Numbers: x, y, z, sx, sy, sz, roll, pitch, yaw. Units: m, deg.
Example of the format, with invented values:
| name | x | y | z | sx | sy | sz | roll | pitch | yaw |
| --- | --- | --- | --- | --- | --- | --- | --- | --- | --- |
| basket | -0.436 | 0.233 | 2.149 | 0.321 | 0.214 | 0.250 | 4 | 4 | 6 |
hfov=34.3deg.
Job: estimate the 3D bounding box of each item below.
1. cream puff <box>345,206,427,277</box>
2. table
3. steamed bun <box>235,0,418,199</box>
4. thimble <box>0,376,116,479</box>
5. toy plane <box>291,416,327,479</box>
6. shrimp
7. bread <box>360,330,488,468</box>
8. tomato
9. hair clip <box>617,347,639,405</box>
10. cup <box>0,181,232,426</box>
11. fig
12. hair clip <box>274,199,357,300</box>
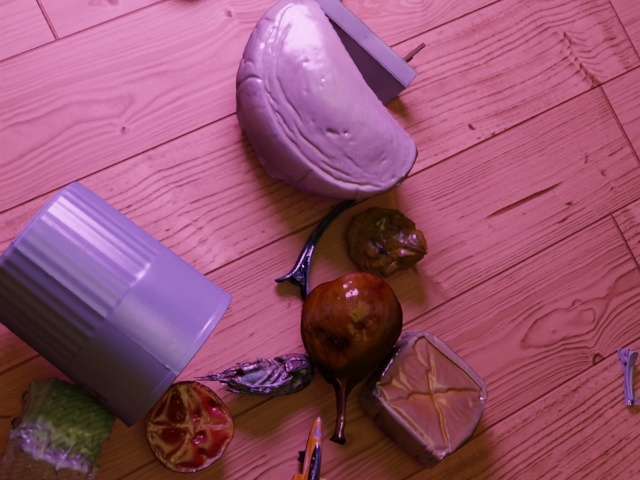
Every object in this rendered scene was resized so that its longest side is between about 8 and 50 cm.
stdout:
| name | x | y | z | sx | sy | sz | roll | pitch | yaw |
| --- | --- | --- | --- | --- | --- | --- | --- | --- | --- |
| cream puff | 0.126 | 0.002 | 1.935 | 0.146 | 0.116 | 0.146 | 3 | 82 | -18 |
| table | 0.087 | -0.390 | 1.992 | 0.240 | 0.121 | 0.111 | 41 | 71 | -6 |
| steamed bun | -0.020 | -0.226 | 1.867 | 0.236 | 0.247 | 0.383 | -38 | 98 | -8 |
| thimble | -0.424 | 0.328 | 1.652 | 0.150 | 0.219 | 0.218 | 22 | 74 | -14 |
| toy plane | -0.033 | 0.469 | 1.812 | 0.204 | 0.103 | 0.316 | 12 | 70 | -16 |
| shrimp | -0.114 | 0.241 | 1.828 | 0.233 | 0.090 | 0.079 | 1 | 113 | -27 |
| bread | 0.190 | 0.288 | 1.903 | 0.210 | 0.110 | 0.192 | 41 | 65 | -6 |
| tomato | -0.233 | 0.324 | 1.788 | 0.156 | 0.069 | 0.155 | 4 | 78 | -19 |
| hair clip | 0.620 | 0.272 | 2.073 | 0.030 | 0.039 | 0.115 | -2 | 83 | -12 |
| cup | -0.329 | 0.077 | 1.642 | 0.311 | 0.257 | 0.331 | 39 | 27 | -7 |
| fig | 0.029 | 0.191 | 1.817 | 0.191 | 0.191 | 0.290 | 36 | 61 | -8 |
| hair clip | 0.000 | 0.000 | 1.936 | 0.070 | 0.039 | 0.229 | 33 | 71 | -7 |
